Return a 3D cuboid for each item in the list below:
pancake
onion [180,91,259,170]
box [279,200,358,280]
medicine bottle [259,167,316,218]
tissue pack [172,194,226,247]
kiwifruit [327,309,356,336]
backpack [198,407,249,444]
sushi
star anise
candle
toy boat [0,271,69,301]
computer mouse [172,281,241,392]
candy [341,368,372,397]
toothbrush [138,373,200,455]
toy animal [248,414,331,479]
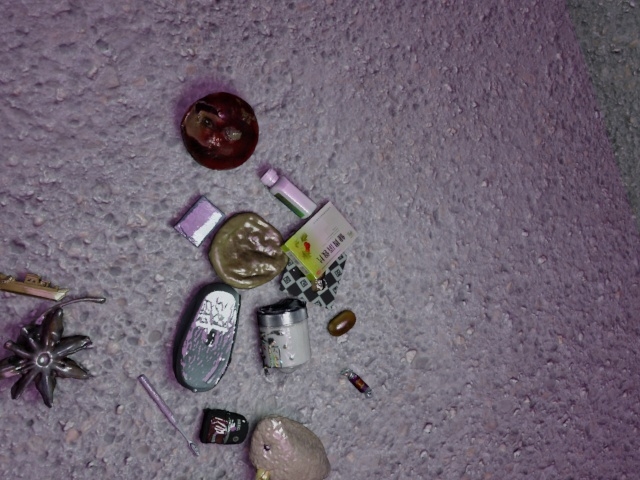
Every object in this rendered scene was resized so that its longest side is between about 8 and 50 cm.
[{"bbox_3d":[-0.255,0.035,1.635,0.295,0.049,0.294,8,72,-25],"label":"pancake"},{"bbox_3d":[-0.333,-0.370,1.565,0.272,0.195,0.271,-4,101,-22],"label":"onion"},{"bbox_3d":[-0.001,0.000,1.716,0.175,0.062,0.260,48,63,-8],"label":"box"},{"bbox_3d":[-0.120,-0.172,1.678,0.219,0.115,0.078,41,79,-14],"label":"medicine bottle"},{"bbox_3d":[-0.421,-0.067,1.609,0.112,0.051,0.156,43,77,-17],"label":"tissue pack"},{"bbox_3d":[0.084,0.319,1.774,0.125,0.075,0.075,-34,101,-20],"label":"kiwifruit"},{"bbox_3d":[-0.334,0.655,1.610,0.165,0.106,0.119,9,83,-16],"label":"backpack"},{"bbox_3d":[-0.031,0.121,1.736,0.220,0.047,0.231,24,69,-18],"label":"sushi"},{"bbox_3d":[-0.842,0.352,1.435,0.360,0.139,0.315,-11,101,-34],"label":"star anise"},{"bbox_3d":[-0.125,0.378,1.646,0.188,0.187,0.329,-7,94,-19],"label":"candle"},{"bbox_3d":[-0.900,0.140,1.440,0.206,0.064,0.072,16,67,-20],"label":"toy boat"},{"bbox_3d":[-0.385,0.328,1.588,0.203,0.114,0.373,20,83,-20],"label":"computer mouse"},{"bbox_3d":[0.146,0.559,1.811,0.045,0.043,0.175,-46,108,-11],"label":"candy"},{"bbox_3d":[-0.516,0.606,1.587,0.024,0.029,0.353,-37,101,-29],"label":"toothbrush"},{"bbox_3d":[-0.114,0.770,1.645,0.358,0.188,0.226,41,88,-16],"label":"toy animal"}]
